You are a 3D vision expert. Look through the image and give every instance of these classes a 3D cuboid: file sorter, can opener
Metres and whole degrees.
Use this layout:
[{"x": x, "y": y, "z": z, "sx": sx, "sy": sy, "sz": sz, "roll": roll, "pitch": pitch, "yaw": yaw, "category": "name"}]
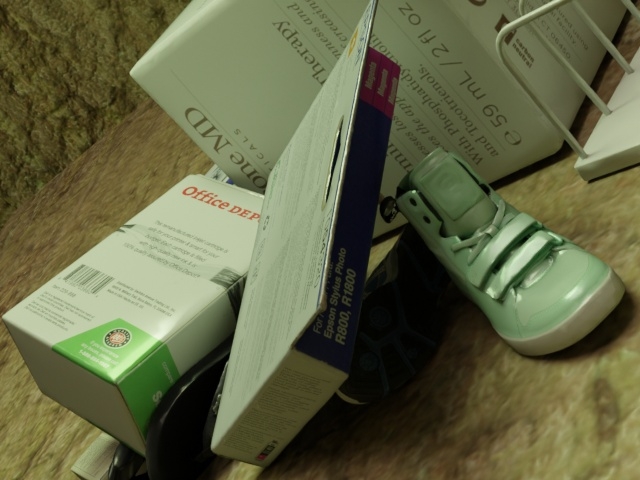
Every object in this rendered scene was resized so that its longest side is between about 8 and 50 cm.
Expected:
[{"x": 0.308, "y": -0.226, "z": 1.114, "sx": 0.192, "sy": 0.173, "sz": 0.278, "roll": -22, "pitch": 28, "yaw": 51, "category": "file sorter"}, {"x": -0.174, "y": 0.218, "z": 1.350, "sx": 0.073, "sy": 0.059, "sz": 0.186, "roll": -64, "pitch": -7, "yaw": 34, "category": "can opener"}]

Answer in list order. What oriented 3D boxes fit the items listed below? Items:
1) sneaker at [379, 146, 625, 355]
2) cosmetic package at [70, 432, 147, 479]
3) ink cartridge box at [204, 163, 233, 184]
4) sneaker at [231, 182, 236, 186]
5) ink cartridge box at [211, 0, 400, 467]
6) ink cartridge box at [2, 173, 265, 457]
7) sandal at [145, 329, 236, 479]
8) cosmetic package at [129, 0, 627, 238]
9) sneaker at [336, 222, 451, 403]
[{"x": 0.134, "y": 0.001, "z": 1.003, "sx": 0.094, "sy": 0.151, "sz": 0.256, "roll": -44, "pitch": 18, "yaw": -6, "category": "sneaker"}, {"x": -0.238, "y": 0.259, "z": 1.409, "sx": 0.060, "sy": 0.041, "sz": 0.115, "roll": -48, "pitch": 18, "yaw": -17, "category": "cosmetic package"}, {"x": -0.123, "y": -0.122, "z": 2.037, "sx": 0.223, "sy": 0.045, "sz": 0.224, "roll": -52, "pitch": 19, "yaw": -25, "category": "ink cartridge box"}, {"x": -0.092, "y": -0.019, "z": 1.618, "sx": 0.131, "sy": 0.112, "sz": 0.319, "roll": -41, "pitch": 18, "yaw": 18, "category": "sneaker"}, {"x": 0.000, "y": 0.000, "z": 1.110, "sx": 0.330, "sy": 0.071, "sz": 0.324, "roll": 127, "pitch": 158, "yaw": -56, "category": "ink cartridge box"}, {"x": -0.159, "y": 0.071, "z": 1.347, "sx": 0.211, "sy": 0.122, "sz": 0.289, "roll": 21, "pitch": 50, "yaw": 42, "category": "ink cartridge box"}, {"x": -0.085, "y": 0.149, "z": 1.257, "sx": 0.054, "sy": 0.097, "sz": 0.254, "roll": 20, "pitch": 63, "yaw": 41, "category": "sandal"}, {"x": 0.074, "y": -0.239, "z": 1.396, "sx": 0.393, "sy": 0.329, "sz": 0.327, "roll": -27, "pitch": 23, "yaw": 45, "category": "cosmetic package"}, {"x": 0.069, "y": 0.072, "z": 1.139, "sx": 0.211, "sy": 0.080, "sz": 0.081, "roll": -56, "pitch": 0, "yaw": -37, "category": "sneaker"}]
